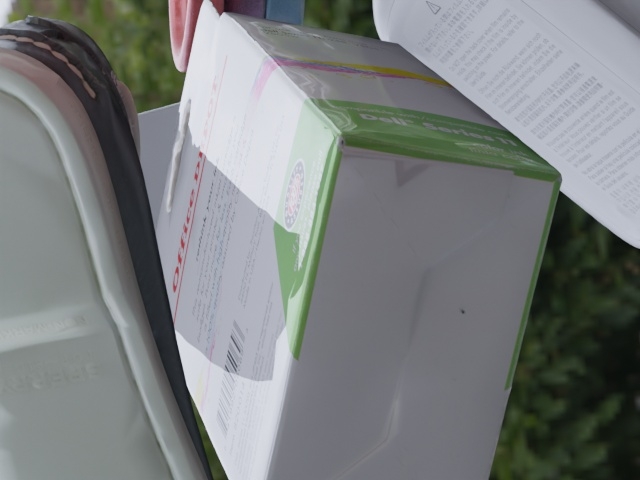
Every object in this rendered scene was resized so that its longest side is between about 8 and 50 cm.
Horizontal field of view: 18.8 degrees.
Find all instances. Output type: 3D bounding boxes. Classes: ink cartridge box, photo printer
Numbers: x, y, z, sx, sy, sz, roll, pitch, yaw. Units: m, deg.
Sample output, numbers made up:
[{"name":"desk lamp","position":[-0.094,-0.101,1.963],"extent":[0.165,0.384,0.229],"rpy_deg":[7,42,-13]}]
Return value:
[{"name":"ink cartridge box","position":[0.000,0.000,1.061],"extent":[0.353,0.119,0.207],"rpy_deg":[-126,46,-67]},{"name":"photo printer","position":[0.183,-0.144,1.378],"extent":[0.107,0.307,0.256],"rpy_deg":[-53,3,-23]}]

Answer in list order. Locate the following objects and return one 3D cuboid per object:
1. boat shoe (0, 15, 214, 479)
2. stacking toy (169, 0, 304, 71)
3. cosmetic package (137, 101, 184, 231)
[{"name":"boat shoe","position":[-0.090,0.066,0.754],"extent":[0.099,0.116,0.319],"rpy_deg":[-67,-30,-64]},{"name":"stacking toy","position":[-0.050,-0.299,1.502],"extent":[0.279,0.130,0.309],"rpy_deg":[103,163,-51]},{"name":"cosmetic package","position":[-0.186,-0.018,1.431],"extent":[0.284,0.377,0.097],"rpy_deg":[175,79,-87]}]
